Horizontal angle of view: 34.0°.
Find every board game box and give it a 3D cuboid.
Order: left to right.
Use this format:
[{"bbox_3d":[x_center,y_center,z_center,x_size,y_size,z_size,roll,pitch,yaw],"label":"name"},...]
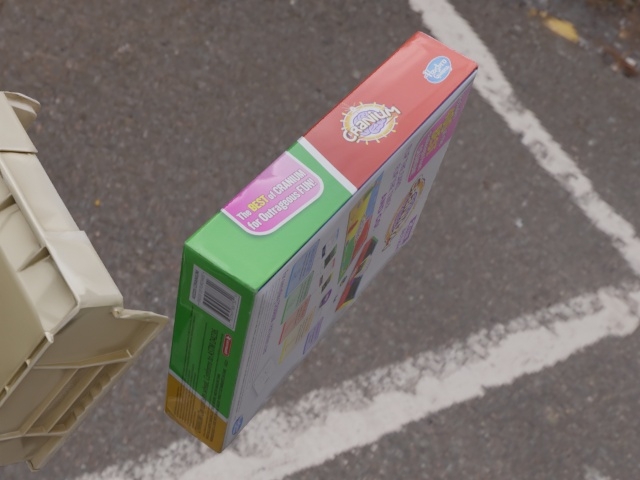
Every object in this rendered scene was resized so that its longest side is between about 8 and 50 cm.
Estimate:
[{"bbox_3d":[0.000,0.000,0.883,0.064,0.242,0.316,34,52,14],"label":"board game box"}]

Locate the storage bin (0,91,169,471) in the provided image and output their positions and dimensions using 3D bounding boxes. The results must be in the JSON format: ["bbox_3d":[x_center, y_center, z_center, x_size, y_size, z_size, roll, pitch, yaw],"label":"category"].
[{"bbox_3d":[-0.297,0.040,0.950,0.123,0.260,0.262,-2,51,-53],"label":"storage bin"}]
